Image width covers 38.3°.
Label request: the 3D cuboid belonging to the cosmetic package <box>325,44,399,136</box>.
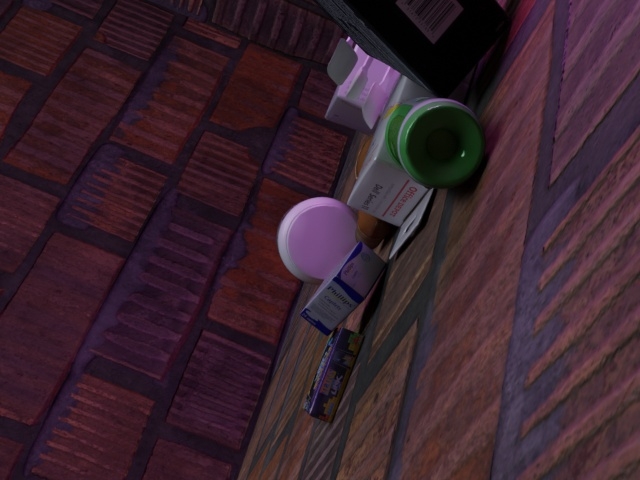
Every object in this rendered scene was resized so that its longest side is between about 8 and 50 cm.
[{"bbox_3d":[0.142,-0.317,2.023,0.385,0.217,0.156,-128,61,-88],"label":"cosmetic package"}]

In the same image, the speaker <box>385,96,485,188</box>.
[{"bbox_3d":[0.166,-0.150,1.377,0.296,0.131,0.131,-91,24,-81],"label":"speaker"}]

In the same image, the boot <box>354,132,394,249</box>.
[{"bbox_3d":[0.129,-0.142,1.882,0.220,0.109,0.284,110,176,-64],"label":"boot"}]

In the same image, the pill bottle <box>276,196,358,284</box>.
[{"bbox_3d":[0.000,0.000,2.225,0.363,0.210,0.210,-159,91,-86],"label":"pill bottle"}]

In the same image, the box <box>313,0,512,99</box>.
[{"bbox_3d":[0.105,-0.422,1.511,0.183,0.296,0.294,-49,36,4],"label":"box"}]

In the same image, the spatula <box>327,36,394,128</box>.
[{"bbox_3d":[0.099,-0.356,1.746,0.019,0.168,0.242,-2,54,45],"label":"spatula"}]

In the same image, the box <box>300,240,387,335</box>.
[{"bbox_3d":[0.044,0.091,1.742,0.137,0.072,0.126,-49,2,40],"label":"box"}]

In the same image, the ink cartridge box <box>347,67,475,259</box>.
[{"bbox_3d":[0.154,-0.166,1.660,0.207,0.119,0.354,120,172,-65],"label":"ink cartridge box"}]

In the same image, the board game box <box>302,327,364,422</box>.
[{"bbox_3d":[0.021,0.248,1.724,0.141,0.048,0.170,130,161,-82],"label":"board game box"}]
